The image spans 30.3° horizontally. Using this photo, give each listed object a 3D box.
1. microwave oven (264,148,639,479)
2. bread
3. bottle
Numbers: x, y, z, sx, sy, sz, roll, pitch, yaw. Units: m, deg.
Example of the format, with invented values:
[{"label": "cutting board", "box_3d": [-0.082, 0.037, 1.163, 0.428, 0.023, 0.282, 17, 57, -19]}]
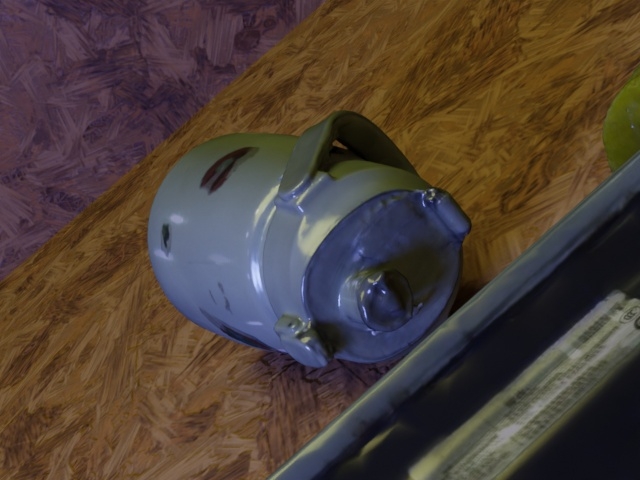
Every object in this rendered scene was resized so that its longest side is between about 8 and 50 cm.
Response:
[{"label": "microwave oven", "box_3d": [0.099, 0.146, 0.449, 0.355, 0.218, 0.286, -40, -14, -12]}, {"label": "bread", "box_3d": [0.282, -0.097, 0.894, 0.129, 0.111, 0.114, -18, 23, 39]}, {"label": "bottle", "box_3d": [0.000, 0.000, 1.051, 0.229, 0.229, 0.351, -49, 22, -16]}]
